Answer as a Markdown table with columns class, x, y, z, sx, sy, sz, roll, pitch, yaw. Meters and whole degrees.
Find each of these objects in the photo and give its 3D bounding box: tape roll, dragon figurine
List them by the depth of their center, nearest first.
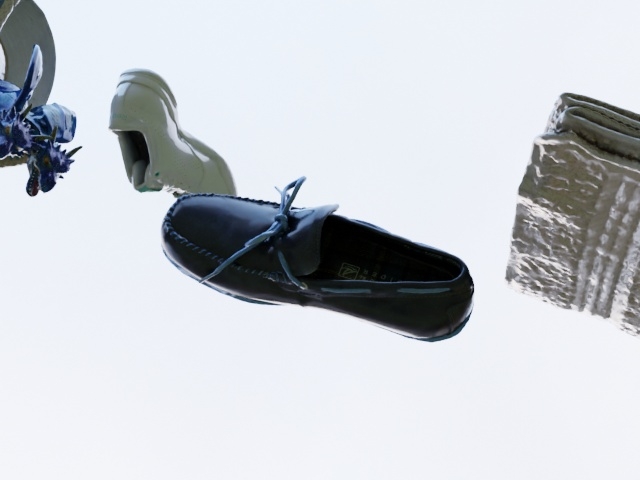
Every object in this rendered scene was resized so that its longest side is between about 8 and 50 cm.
| class | x | y | z | sx | sy | sz | roll | pitch | yaw |
| --- | --- | --- | --- | --- | --- | --- | --- | --- | --- |
| dragon figurine | -0.270 | -0.117 | 1.180 | 0.144 | 0.289 | 0.085 | -18 | -60 | 14 |
| tape roll | -0.385 | -0.186 | 1.351 | 0.219 | 0.072 | 0.219 | -13 | -59 | -24 |

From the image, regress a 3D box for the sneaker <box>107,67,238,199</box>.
| class | x | y | z | sx | sy | sz | roll | pitch | yaw |
| --- | --- | --- | --- | --- | --- | --- | --- | --- | --- |
| sneaker | -0.162 | -0.075 | 1.381 | 0.080 | 0.094 | 0.212 | -6 | -41 | 30 |

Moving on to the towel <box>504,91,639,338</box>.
| class | x | y | z | sx | sy | sz | roll | pitch | yaw |
| --- | --- | --- | --- | --- | --- | --- | --- | --- | --- |
| towel | 0.245 | 0.000 | 1.035 | 0.187 | 0.282 | 0.049 | 22 | -116 | 15 |

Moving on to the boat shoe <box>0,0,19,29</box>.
| class | x | y | z | sx | sy | sz | roll | pitch | yaw |
| --- | --- | --- | --- | --- | --- | --- | --- | --- | --- |
| boat shoe | -0.201 | -0.111 | 0.658 | 0.066 | 0.066 | 0.183 | 35 | -101 | -56 |

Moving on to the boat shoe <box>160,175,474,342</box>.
| class | x | y | z | sx | sy | sz | roll | pitch | yaw |
| --- | --- | --- | --- | --- | --- | --- | --- | --- | --- |
| boat shoe | 0.000 | 0.000 | 1.052 | 0.258 | 0.109 | 0.089 | 10 | -32 | 3 |
